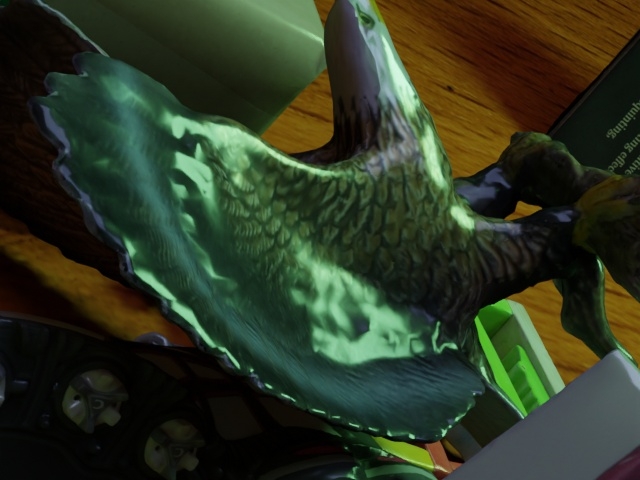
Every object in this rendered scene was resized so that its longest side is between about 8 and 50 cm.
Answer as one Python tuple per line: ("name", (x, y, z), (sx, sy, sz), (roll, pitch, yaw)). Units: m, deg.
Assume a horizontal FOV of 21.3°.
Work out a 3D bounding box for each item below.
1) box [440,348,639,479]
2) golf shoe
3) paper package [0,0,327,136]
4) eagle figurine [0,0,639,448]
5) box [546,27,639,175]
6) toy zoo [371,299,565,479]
("box", (0.118, 0.182, 0.596), (0.232, 0.149, 0.127), (49, -15, 20))
("golf shoe", (-0.076, 0.085, 0.669), (0.273, 0.105, 0.120), (26, 9, -38))
("paper package", (-0.186, -0.181, 0.853), (0.325, 0.168, 0.309), (26, 27, -31))
("eagle figurine", (-0.003, -0.011, 0.716), (0.298, 0.226, 0.225), (-6, 60, -25))
("box", (0.441, -0.078, 1.438), (0.395, 0.293, 0.212), (42, 24, 3))
("toy zoo", (0.032, 0.064, 0.914), (0.293, 0.030, 0.192), (22, 30, -35))
